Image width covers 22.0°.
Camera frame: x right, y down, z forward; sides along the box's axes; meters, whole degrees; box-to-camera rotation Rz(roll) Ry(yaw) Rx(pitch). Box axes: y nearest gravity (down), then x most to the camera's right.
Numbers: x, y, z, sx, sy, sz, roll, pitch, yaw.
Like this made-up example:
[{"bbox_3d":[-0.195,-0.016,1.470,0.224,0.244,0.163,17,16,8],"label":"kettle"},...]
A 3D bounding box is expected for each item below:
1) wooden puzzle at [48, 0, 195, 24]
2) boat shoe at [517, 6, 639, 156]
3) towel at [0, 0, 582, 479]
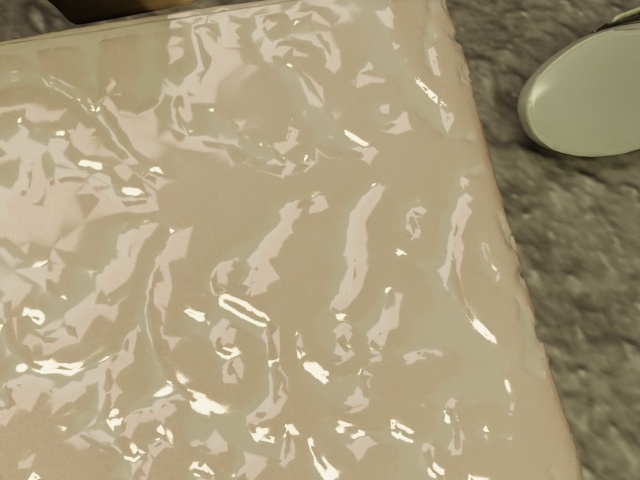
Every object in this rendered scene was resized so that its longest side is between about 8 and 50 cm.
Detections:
[{"bbox_3d":[-0.260,-0.151,0.794,0.348,0.080,0.322,-1,5,-18],"label":"wooden puzzle"},{"bbox_3d":[0.212,-0.111,1.062,0.219,0.078,0.070,-22,15,-22],"label":"boat shoe"},{"bbox_3d":[-0.047,0.054,0.762,0.317,0.053,0.332,-11,77,-16],"label":"towel"}]
